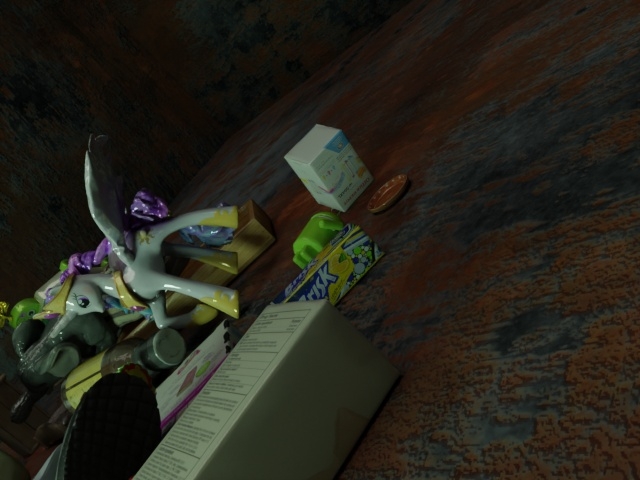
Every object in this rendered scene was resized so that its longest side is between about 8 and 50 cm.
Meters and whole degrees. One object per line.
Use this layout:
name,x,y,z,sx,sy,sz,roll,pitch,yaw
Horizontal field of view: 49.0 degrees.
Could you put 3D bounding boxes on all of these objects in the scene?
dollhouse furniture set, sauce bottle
dollhouse furniture set,-0.628,0.367,1.544,0.355,0.174,0.303,-30,22,40
sauce bottle,-0.378,0.253,1.345,0.344,0.111,0.111,-28,23,41

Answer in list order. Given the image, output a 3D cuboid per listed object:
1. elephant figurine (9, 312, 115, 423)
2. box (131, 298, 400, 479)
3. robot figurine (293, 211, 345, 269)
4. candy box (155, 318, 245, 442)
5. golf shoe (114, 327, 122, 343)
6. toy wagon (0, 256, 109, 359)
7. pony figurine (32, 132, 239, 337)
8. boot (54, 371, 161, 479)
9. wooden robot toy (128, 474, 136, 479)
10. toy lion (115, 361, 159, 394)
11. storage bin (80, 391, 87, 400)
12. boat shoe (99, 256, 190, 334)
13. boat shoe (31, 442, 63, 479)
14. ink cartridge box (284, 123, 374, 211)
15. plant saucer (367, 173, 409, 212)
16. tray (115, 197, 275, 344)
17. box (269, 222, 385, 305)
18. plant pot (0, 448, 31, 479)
elephant figurine,-0.562,0.237,1.470,0.169,0.186,0.239,-18,16,44
box,-0.073,0.212,0.691,0.311,0.121,0.148,-52,17,-24
robot figurine,0.000,0.000,1.137,0.101,0.067,0.115,-43,11,50
candy box,-0.155,0.221,0.953,0.159,0.071,0.233,-45,17,5
golf shoe,-0.456,0.206,1.741,0.093,0.077,0.198,4,45,39
toy wagon,-0.602,0.176,1.674,0.344,0.068,0.267,-2,-66,-57
pony figurine,-0.337,0.013,1.323,0.303,0.363,0.351,104,164,-64
boot,-0.308,0.333,0.819,0.222,0.118,0.338,-30,40,38
wooden robot toy,-0.161,0.291,0.771,0.173,0.079,0.076,-12,3,-42
toy lion,-0.313,0.258,1.193,0.034,0.096,0.100,-37,18,24
storage bin,-0.390,0.319,1.254,0.135,0.098,0.091,-29,33,42
boat shoe,-0.430,0.103,1.537,0.355,0.130,0.132,-34,19,30
boat shoe,-0.441,0.436,1.094,0.094,0.109,0.302,-55,4,16
ink cartridge box,0.022,-0.127,1.293,0.092,0.143,0.090,-48,34,-13
plant saucer,0.113,-0.075,1.151,0.083,0.013,0.083,-39,17,14
tray,-0.276,0.089,1.567,0.411,0.076,0.203,-44,16,5
box,0.008,0.055,0.997,0.169,0.059,0.054,-46,14,-7
plant pot,-0.717,0.519,1.232,0.323,0.323,0.280,-32,37,34
